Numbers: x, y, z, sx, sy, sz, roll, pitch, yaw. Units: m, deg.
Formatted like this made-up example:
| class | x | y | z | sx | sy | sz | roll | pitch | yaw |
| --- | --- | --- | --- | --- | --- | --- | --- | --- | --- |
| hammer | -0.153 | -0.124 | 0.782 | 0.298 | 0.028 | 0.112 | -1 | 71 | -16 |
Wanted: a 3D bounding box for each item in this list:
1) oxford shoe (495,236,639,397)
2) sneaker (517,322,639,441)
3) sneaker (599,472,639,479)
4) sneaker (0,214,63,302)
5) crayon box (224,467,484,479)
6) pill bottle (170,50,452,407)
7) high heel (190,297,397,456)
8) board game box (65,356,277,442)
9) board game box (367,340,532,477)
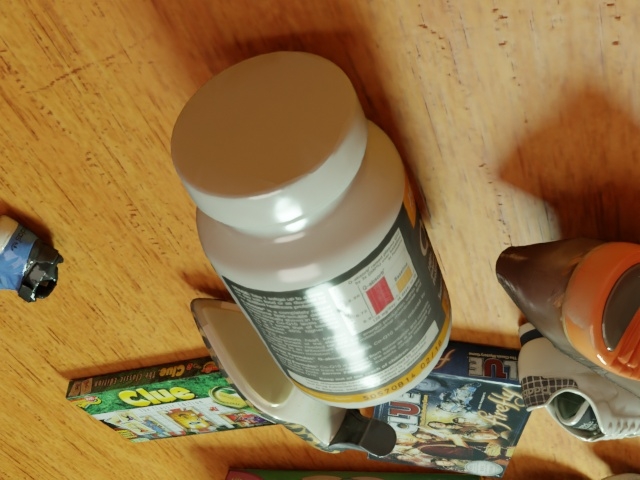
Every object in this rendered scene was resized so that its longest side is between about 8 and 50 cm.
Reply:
| class | x | y | z | sx | sy | sz | roll | pitch | yaw |
| --- | --- | --- | --- | --- | --- | --- | --- | --- | --- |
| oxford shoe | 0.294 | 0.080 | 0.880 | 0.363 | 0.130 | 0.132 | 32 | 173 | -39 |
| sneaker | 0.283 | 0.160 | 0.989 | 0.235 | 0.095 | 0.090 | 25 | 141 | -23 |
| sneaker | 0.416 | 0.402 | 1.267 | 0.350 | 0.131 | 0.148 | 34 | 135 | -31 |
| sneaker | -0.310 | 0.039 | 0.998 | 0.084 | 0.058 | 0.152 | 35 | 133 | -18 |
| crayon box | 0.063 | 0.461 | 1.392 | 0.362 | 0.106 | 0.313 | -4 | 125 | 19 |
| pill bottle | 0.000 | 0.000 | 0.768 | 0.162 | 0.162 | 0.278 | -3 | 144 | 18 |
| high heel | -0.052 | 0.149 | 1.089 | 0.261 | 0.093 | 0.186 | 39 | 165 | -11 |
| board game box | -0.169 | 0.194 | 1.214 | 0.259 | 0.030 | 0.136 | -13 | 137 | 30 |
| board game box | 0.141 | 0.188 | 1.110 | 0.165 | 0.042 | 0.243 | 8 | 146 | 4 |
